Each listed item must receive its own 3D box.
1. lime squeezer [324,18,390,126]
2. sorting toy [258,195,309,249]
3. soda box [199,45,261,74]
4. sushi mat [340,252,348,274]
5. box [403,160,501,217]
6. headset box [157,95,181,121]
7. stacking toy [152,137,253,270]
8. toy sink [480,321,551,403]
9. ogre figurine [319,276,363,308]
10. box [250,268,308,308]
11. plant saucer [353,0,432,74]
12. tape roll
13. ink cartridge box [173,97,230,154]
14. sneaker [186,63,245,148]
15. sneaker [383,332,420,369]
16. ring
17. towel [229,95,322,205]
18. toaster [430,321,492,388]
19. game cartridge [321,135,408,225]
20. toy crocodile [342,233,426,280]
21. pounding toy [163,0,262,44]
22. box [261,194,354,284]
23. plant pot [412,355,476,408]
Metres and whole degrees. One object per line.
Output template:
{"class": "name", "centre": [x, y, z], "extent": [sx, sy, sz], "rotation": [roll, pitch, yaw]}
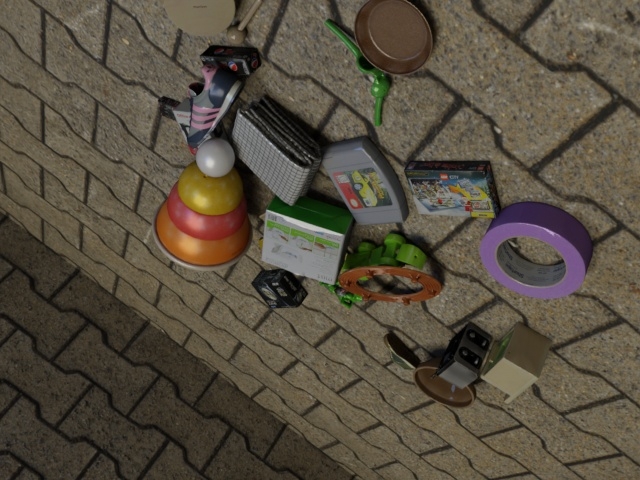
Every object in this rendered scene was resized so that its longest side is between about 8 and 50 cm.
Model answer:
{"class": "lime squeezer", "centre": [0.118, -0.422, 1.558], "extent": [0.310, 0.059, 0.110], "rotation": [57, 171, -29]}
{"class": "sorting toy", "centre": [-0.099, -0.031, 2.126], "extent": [0.307, 0.041, 0.229], "rotation": [-23, 120, 37]}
{"class": "soda box", "centre": [-0.254, -0.509, 1.749], "extent": [0.169, 0.060, 0.053], "rotation": [14, 142, 29]}
{"class": "sushi mat", "centre": [0.000, 0.000, 2.165], "extent": [0.151, 0.019, 0.316], "rotation": [-15, 122, 47]}
{"class": "box", "centre": [0.356, -0.139, 1.677], "extent": [0.233, 0.044, 0.159], "rotation": [6, 135, 36]}
{"class": "headset box", "centre": [-0.496, -0.437, 2.065], "extent": [0.083, 0.032, 0.062], "rotation": [25, 144, 18]}
{"class": "stacking toy", "centre": [-0.357, -0.158, 2.028], "extent": [0.350, 0.350, 0.480], "rotation": [32, 139, 6]}
{"class": "toy sink", "centre": [0.612, 0.395, 1.992], "extent": [0.131, 0.153, 0.234], "rotation": [30, 146, 9]}
{"class": "ogre figurine", "centre": [0.085, 0.177, 2.221], "extent": [0.197, 0.097, 0.118], "rotation": [-22, 121, 39]}
{"class": "box", "centre": [-0.164, 0.194, 2.480], "extent": [0.180, 0.077, 0.147], "rotation": [-8, 126, 45]}
{"class": "plant saucer", "centre": [0.173, -0.481, 1.441], "extent": [0.198, 0.036, 0.198], "rotation": [23, 143, 19]}
{"class": "tape roll", "centre": [0.572, 0.030, 1.653], "extent": [0.275, 0.090, 0.275], "rotation": [22, 143, 18]}
{"class": "ink cartridge box", "centre": [-0.386, -0.365, 2.020], "extent": [0.127, 0.072, 0.175], "rotation": [12, 139, 30]}
{"class": "sneaker", "centre": [-0.343, -0.397, 1.826], "extent": [0.131, 0.112, 0.319], "rotation": [36, 137, -14]}
{"class": "sneaker", "centre": [0.292, 0.436, 2.384], "extent": [0.192, 0.064, 0.086], "rotation": [44, 140, -16]}
{"class": "ring", "centre": [0.224, 0.154, 2.012], "extent": [0.336, 0.032, 0.336], "rotation": [7, 159, 3]}
{"class": "towel", "centre": [-0.133, -0.270, 1.862], "extent": [0.283, 0.121, 0.235], "rotation": [43, 154, 6]}
{"class": "toaster", "centre": [0.478, 0.394, 2.088], "extent": [0.110, 0.168, 0.186], "rotation": [32, 145, 4]}
{"class": "game cartridge", "centre": [0.136, -0.167, 1.828], "extent": [0.196, 0.060, 0.294], "rotation": [-7, 127, 40]}
{"class": "toy crocodile", "centre": [0.194, 0.065, 1.993], "extent": [0.105, 0.115, 0.340], "rotation": [34, 150, -28]}
{"class": "pounding toy", "centre": [-0.286, -0.634, 1.620], "extent": [0.237, 0.110, 0.183], "rotation": [15, 139, -22]}
{"class": "box", "centre": [-0.044, -0.007, 1.994], "extent": [0.262, 0.127, 0.231], "rotation": [17, 133, 9]}
{"class": "plant pot", "centre": [0.468, 0.501, 2.274], "extent": [0.237, 0.110, 0.237], "rotation": [23, 144, 18]}
